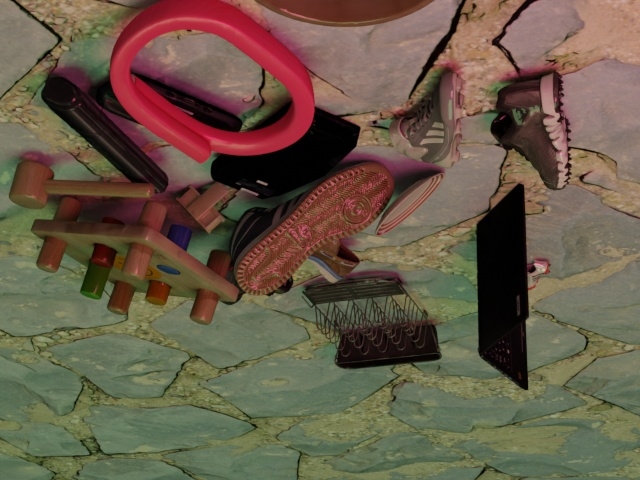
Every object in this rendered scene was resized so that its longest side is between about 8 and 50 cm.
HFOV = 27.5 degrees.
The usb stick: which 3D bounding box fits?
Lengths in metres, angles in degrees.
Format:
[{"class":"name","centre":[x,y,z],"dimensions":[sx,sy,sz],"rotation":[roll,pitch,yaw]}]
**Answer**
[{"class":"usb stick","centre":[-0.303,-0.146,1.871],"dimensions":[0.077,0.045,0.278],"rotation":[25,167,31]}]

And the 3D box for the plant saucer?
[{"class":"plant saucer","centre":[0.025,-0.342,1.502],"dimensions":[0.278,0.041,0.278],"rotation":[2,152,1]}]

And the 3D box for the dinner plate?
[{"class":"dinner plate","centre":[0.132,-0.058,1.983],"dimensions":[0.141,0.017,0.141],"rotation":[-38,169,-9]}]

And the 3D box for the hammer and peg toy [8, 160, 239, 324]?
[{"class":"hammer and peg toy","centre":[-0.317,0.013,2.051],"dimensions":[0.266,0.127,0.361],"rotation":[4,158,33]}]

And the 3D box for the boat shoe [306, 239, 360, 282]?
[{"class":"boat shoe","centre":[0.000,0.000,2.146],"dimensions":[0.066,0.066,0.183],"rotation":[-29,140,18]}]

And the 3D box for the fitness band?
[{"class":"fitness band","centre":[-0.139,-0.204,1.716],"dimensions":[0.209,0.054,0.291],"rotation":[-32,133,27]}]

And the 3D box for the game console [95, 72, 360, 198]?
[{"class":"game console","centre":[-0.137,-0.161,1.861],"dimensions":[0.361,0.043,0.213],"rotation":[21,146,-32]}]

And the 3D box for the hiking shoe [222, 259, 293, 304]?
[{"class":"hiking shoe","centre":[-0.109,0.066,2.208],"dimensions":[0.114,0.086,0.227],"rotation":[36,148,2]}]

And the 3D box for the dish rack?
[{"class":"dish rack","centre":[0.091,0.149,2.404],"dimensions":[0.208,0.074,0.271],"rotation":[-9,150,19]}]

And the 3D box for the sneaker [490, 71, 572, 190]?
[{"class":"sneaker","centre":[0.292,-0.148,1.820],"dimensions":[0.106,0.078,0.234],"rotation":[-2,149,15]}]

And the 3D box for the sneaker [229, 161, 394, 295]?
[{"class":"sneaker","centre":[-0.024,-0.036,2.008],"dimensions":[0.282,0.153,0.099],"rotation":[-37,109,-2]}]

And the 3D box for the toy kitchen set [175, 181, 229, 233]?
[{"class":"toy kitchen set","centre":[-0.166,-0.049,2.055],"dimensions":[0.068,0.083,0.075],"rotation":[-43,147,-4]}]

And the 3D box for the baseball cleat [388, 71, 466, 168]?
[{"class":"baseball cleat","centre":[0.147,-0.161,1.808],"dimensions":[0.110,0.072,0.206],"rotation":[6,149,7]}]

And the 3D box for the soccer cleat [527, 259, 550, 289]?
[{"class":"soccer cleat","centre":[0.366,0.058,2.261],"dimensions":[0.036,0.029,0.083],"rotation":[18,146,-11]}]

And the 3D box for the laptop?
[{"class":"laptop","centre":[0.321,0.078,2.077],"dimensions":[0.137,0.234,0.264],"rotation":[-15,147,30]}]
